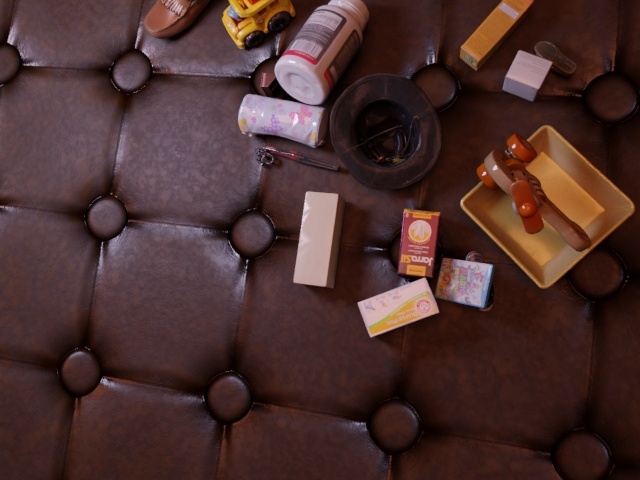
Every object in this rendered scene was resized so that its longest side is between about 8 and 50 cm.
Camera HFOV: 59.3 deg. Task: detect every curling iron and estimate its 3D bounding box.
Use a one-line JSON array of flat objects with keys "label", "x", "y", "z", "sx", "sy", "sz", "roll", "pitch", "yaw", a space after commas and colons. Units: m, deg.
[{"label": "curling iron", "x": -0.074, "y": -0.244, "z": 1.727, "sx": 0.274, "sy": 0.035, "sz": 0.068, "roll": 10, "pitch": 89, "yaw": 12}]

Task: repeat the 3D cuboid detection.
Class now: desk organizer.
[{"label": "desk organizer", "x": -0.141, "y": -0.465, "z": 1.718, "sx": 0.050, "sy": 0.130, "sz": 0.047, "roll": 5, "pitch": 84, "yaw": 9}]

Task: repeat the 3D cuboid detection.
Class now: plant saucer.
[{"label": "plant saucer", "x": 0.616, "y": -0.091, "z": 1.558, "sx": 0.333, "sy": 0.081, "sz": 0.333, "roll": -42, "pitch": 79, "yaw": 3}]

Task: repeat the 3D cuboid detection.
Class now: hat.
[{"label": "hat", "x": 0.191, "y": -0.315, "z": 1.637, "sx": 0.331, "sy": 0.134, "sz": 0.331, "roll": 2, "pitch": 102, "yaw": 8}]

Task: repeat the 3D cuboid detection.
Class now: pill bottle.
[{"label": "pill bottle", "x": 0.016, "y": -0.572, "z": 1.657, "sx": 0.176, "sy": 0.176, "sz": 0.318, "roll": 27, "pitch": 71, "yaw": 12}]

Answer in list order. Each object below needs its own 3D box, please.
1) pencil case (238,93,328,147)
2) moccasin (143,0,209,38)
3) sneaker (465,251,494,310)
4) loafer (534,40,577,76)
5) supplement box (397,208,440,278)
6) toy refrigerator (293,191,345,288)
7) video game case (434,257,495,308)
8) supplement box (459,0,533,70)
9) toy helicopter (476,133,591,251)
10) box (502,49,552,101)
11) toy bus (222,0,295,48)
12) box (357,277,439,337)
[{"label": "pencil case", "x": -0.112, "y": -0.364, "z": 1.708, "sx": 0.273, "sy": 0.113, "sz": 0.124, "roll": 12, "pitch": 82, "yaw": 11}, {"label": "moccasin", "x": -0.421, "y": -0.804, "z": 1.802, "sx": 0.380, "sy": 0.147, "sz": 0.139, "roll": -38, "pitch": 78, "yaw": 4}, {"label": "sneaker", "x": 0.447, "y": 0.112, "z": 1.564, "sx": 0.063, "sy": 0.075, "sz": 0.170, "roll": -10, "pitch": 82, "yaw": 6}, {"label": "loafer", "x": 0.672, "y": -0.516, "z": 1.618, "sx": 0.056, "sy": 0.050, "sz": 0.148, "roll": -34, "pitch": 63, "yaw": 1}, {"label": "supplement box", "x": 0.281, "y": 0.011, "z": 1.606, "sx": 0.104, "sy": 0.081, "sz": 0.188, "roll": 6, "pitch": 84, "yaw": 11}, {"label": "toy refrigerator", "x": 0.000, "y": 0.000, "z": 1.656, "sx": 0.102, "sy": 0.094, "sz": 0.269, "roll": 5, "pitch": 83, "yaw": 18}, {"label": "video game case", "x": 0.396, "y": 0.115, "z": 1.556, "sx": 0.166, "sy": 0.015, "sz": 0.119, "roll": 8, "pitch": 83, "yaw": 49}, {"label": "supplement box", "x": 0.512, "y": -0.616, "z": 1.643, "sx": 0.080, "sy": 0.078, "sz": 0.233, "roll": 41, "pitch": 91, "yaw": 12}, {"label": "toy helicopter", "x": 0.556, "y": -0.095, "z": 1.430, "sx": 0.355, "sy": 0.235, "sz": 0.140, "roll": 41, "pitch": 121, "yaw": -4}, {"label": "box", "x": 0.586, "y": -0.466, "z": 1.598, "sx": 0.102, "sy": 0.101, "sz": 0.087, "roll": 26, "pitch": 89, "yaw": 14}, {"label": "toy bus", "x": -0.212, "y": -0.724, "z": 1.723, "sx": 0.220, "sy": 0.211, "sz": 0.149, "roll": -32, "pitch": 80, "yaw": 7}, {"label": "box", "x": 0.220, "y": 0.188, "z": 1.579, "sx": 0.203, "sy": 0.114, "sz": 0.103, "roll": -21, "pitch": 80, "yaw": 6}]
